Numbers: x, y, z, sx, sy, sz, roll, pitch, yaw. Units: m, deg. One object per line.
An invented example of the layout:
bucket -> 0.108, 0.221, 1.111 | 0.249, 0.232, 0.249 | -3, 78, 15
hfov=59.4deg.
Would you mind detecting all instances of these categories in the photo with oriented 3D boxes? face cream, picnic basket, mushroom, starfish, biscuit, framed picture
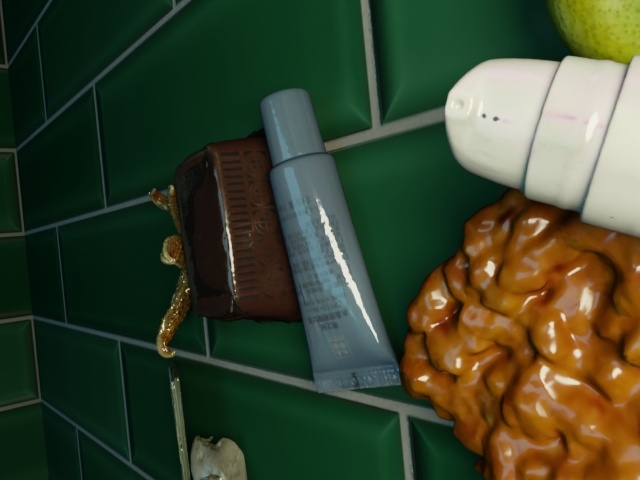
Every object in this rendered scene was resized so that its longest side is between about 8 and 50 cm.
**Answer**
face cream -> 0.000, 0.000, 0.713 | 0.136, 0.086, 0.385 | -18, 85, 38
picnic basket -> -0.121, -0.016, 0.822 | 0.222, 0.129, 0.296 | -14, 83, 53
mushroom -> -0.141, 0.439, 0.939 | 0.278, 0.096, 0.099 | 47, 159, 38
starfish -> -0.254, 0.026, 1.000 | 0.327, 0.094, 0.375 | -112, 24, -47
biscuit -> 0.209, 0.112, 0.444 | 0.312, 0.111, 0.318 | 57, 133, 28
framed picture -> -0.269, 0.392, 1.078 | 0.232, 0.019, 0.296 | 163, 100, -73
face cream -> 0.241, -0.033, 0.294 | 0.346, 0.102, 0.102 | 19, 111, 24

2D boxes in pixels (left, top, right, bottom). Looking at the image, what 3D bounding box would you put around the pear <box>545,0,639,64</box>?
pear -> 0.234, -0.156, 0.343 | 0.180, 0.166, 0.216 | 0, 106, 41
